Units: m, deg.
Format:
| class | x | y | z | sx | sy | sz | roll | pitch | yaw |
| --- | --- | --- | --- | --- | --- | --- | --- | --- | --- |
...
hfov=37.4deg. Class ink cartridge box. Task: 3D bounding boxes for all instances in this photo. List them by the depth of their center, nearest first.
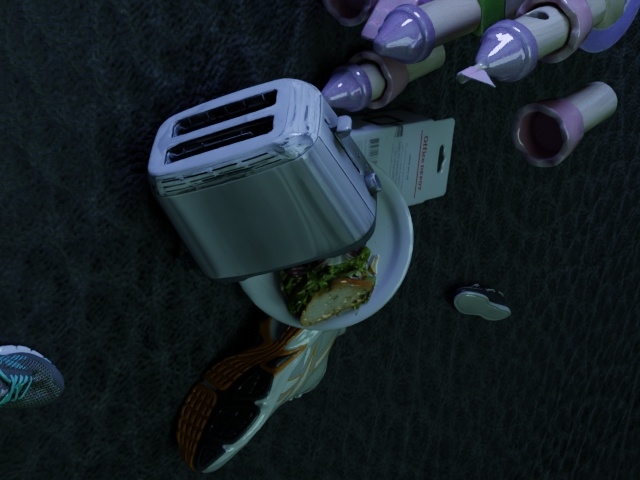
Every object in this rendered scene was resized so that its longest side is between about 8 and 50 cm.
| class | x | y | z | sx | sy | sz | roll | pitch | yaw |
| --- | --- | --- | --- | --- | --- | --- | --- | --- | --- |
| ink cartridge box | 0.070 | -0.091 | 1.099 | 0.180 | 0.060 | 0.104 | -14 | 119 | -39 |

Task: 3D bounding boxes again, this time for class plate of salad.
| class | x | y | z | sx | sy | sz | roll | pitch | yaw |
| --- | --- | --- | --- | --- | --- | --- | --- | --- | --- |
| plate of salad | 0.000 | 0.000 | 1.005 | 0.200 | 0.048 | 0.199 | 0 | 97 | 0 |

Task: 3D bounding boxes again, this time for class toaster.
| class | x | y | z | sx | sy | sz | roll | pitch | yaw |
| --- | --- | --- | --- | --- | --- | --- | --- | --- | --- |
| toaster | -0.064 | -0.055 | 0.904 | 0.129 | 0.227 | 0.146 | -84 | 153 | -46 |

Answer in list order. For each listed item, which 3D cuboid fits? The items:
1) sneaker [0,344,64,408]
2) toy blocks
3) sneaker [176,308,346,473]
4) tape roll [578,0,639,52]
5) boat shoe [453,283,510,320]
| class | x | y | z | sx | sy | sz | roll | pitch | yaw |
| --- | --- | --- | --- | --- | --- | --- | --- | --- | --- |
| sneaker | -0.291 | 0.126 | 0.836 | 0.166 | 0.076 | 0.065 | 25 | 92 | -48 |
| toy blocks | 0.119 | -0.238 | 0.906 | 0.260 | 0.289 | 0.309 | -30 | 131 | -39 |
| sneaker | -0.052 | 0.162 | 1.082 | 0.262 | 0.099 | 0.121 | -52 | 141 | -11 |
| tape roll | 0.345 | -0.346 | 1.233 | 0.189 | 0.080 | 0.189 | -21 | 122 | -37 |
| boat shoe | 0.230 | 0.083 | 1.361 | 0.125 | 0.038 | 0.046 | 18 | 138 | -42 |
